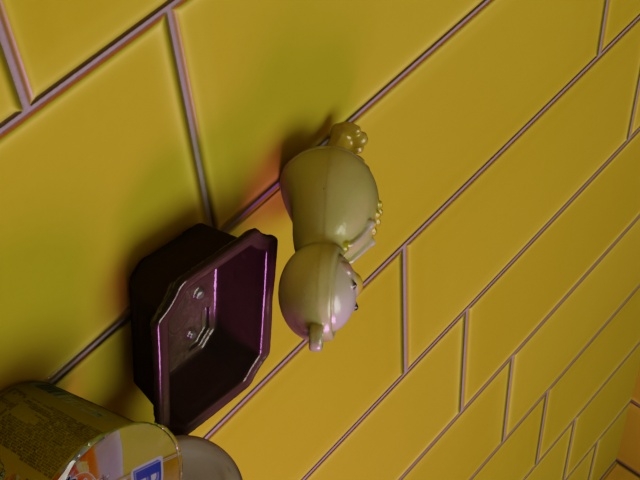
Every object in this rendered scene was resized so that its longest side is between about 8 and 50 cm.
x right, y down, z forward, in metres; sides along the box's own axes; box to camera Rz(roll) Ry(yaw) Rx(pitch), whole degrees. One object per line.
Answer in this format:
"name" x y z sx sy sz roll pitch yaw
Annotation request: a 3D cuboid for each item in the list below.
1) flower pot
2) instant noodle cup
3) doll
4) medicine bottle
"flower pot" -0.138 0.086 1.361 0.179 0.084 0.251 -37 148 -36
"instant noodle cup" -0.258 0.235 1.225 0.205 0.153 0.205 -36 140 -38
"doll" 0.012 0.001 1.379 0.141 0.117 0.296 93 -3 -50
"medicine bottle" -0.177 0.316 1.417 0.131 0.131 0.250 -37 171 -35
